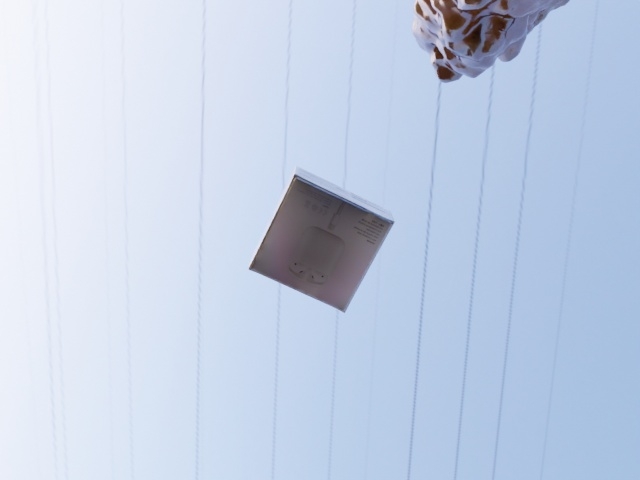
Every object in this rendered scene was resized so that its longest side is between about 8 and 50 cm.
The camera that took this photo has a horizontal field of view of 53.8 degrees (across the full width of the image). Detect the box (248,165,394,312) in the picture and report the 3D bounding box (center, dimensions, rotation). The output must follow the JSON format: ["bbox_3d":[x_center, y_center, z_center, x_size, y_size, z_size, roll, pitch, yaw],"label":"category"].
[{"bbox_3d":[0.000,0.000,0.753,0.130,0.051,0.129,25,-73,-7],"label":"box"}]

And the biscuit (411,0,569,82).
[{"bbox_3d":[0.216,-0.298,0.551,0.312,0.318,0.110,-43,-99,2],"label":"biscuit"}]
